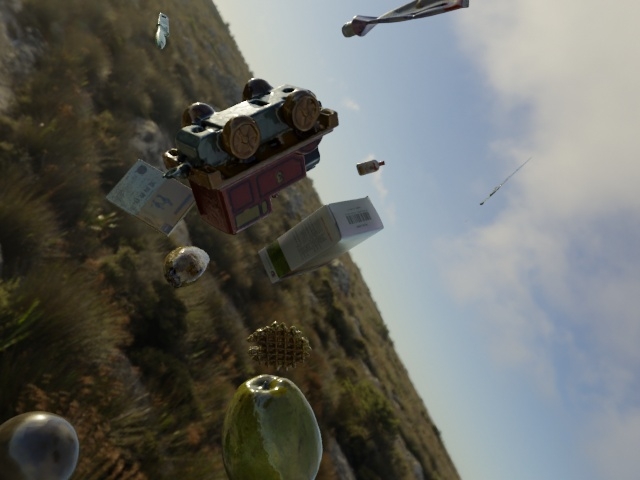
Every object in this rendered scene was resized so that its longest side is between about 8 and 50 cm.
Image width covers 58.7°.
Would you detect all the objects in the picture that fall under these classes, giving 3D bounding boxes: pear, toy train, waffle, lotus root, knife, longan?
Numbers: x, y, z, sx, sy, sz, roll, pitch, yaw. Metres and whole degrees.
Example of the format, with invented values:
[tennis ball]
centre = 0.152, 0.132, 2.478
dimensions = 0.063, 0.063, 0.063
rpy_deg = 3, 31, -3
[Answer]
[pear]
centre = -0.119, 0.493, 1.397
dimensions = 0.253, 0.252, 0.307
rpy_deg = -108, -166, -82
[toy train]
centre = -0.135, -0.164, 1.100
dimensions = 0.163, 0.369, 0.232
rpy_deg = 27, -42, 39
[waffle]
centre = -0.155, 0.395, 2.109
dimensions = 0.228, 0.231, 0.051
rpy_deg = 45, 27, -25
[lotus root]
centre = -0.376, 0.063, 1.610
dimensions = 0.110, 0.097, 0.258
rpy_deg = 30, 10, -6
[knife]
centre = -0.443, -0.586, 1.598
dimensions = 0.043, 0.020, 0.293
rpy_deg = 35, 23, -33
[longan]
centre = -0.776, 0.583, 1.532
dimensions = 0.258, 0.258, 0.258
rpy_deg = 63, 1, -2

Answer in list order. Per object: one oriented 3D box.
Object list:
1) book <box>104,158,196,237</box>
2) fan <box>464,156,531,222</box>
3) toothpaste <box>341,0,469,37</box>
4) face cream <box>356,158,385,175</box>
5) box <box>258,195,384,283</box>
[book]
centre = -0.359, -0.093, 1.219
dimensions = 0.172, 0.118, 0.012
rpy_deg = 29, -21, 13
[fan]
centre = 0.414, -0.115, 1.365
dimensions = 0.010, 0.310, 0.182
rpy_deg = 46, -40, 8
[toothpaste]
centre = 0.170, -0.477, 1.187
dimensions = 0.048, 0.301, 0.075
rpy_deg = 47, 53, -38
[face cream]
centre = 0.148, -0.216, 1.662
dimensions = 0.021, 0.083, 0.040
rpy_deg = -76, 147, -58
[box]
centre = 0.000, 0.000, 1.579
dimensions = 0.200, 0.299, 0.106
rpy_deg = -13, 73, -50
